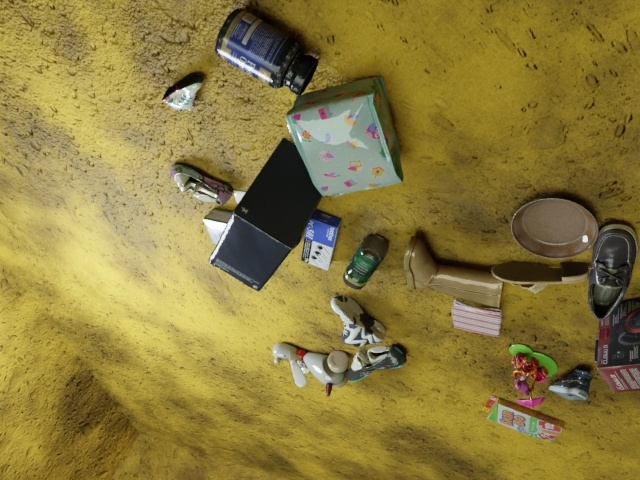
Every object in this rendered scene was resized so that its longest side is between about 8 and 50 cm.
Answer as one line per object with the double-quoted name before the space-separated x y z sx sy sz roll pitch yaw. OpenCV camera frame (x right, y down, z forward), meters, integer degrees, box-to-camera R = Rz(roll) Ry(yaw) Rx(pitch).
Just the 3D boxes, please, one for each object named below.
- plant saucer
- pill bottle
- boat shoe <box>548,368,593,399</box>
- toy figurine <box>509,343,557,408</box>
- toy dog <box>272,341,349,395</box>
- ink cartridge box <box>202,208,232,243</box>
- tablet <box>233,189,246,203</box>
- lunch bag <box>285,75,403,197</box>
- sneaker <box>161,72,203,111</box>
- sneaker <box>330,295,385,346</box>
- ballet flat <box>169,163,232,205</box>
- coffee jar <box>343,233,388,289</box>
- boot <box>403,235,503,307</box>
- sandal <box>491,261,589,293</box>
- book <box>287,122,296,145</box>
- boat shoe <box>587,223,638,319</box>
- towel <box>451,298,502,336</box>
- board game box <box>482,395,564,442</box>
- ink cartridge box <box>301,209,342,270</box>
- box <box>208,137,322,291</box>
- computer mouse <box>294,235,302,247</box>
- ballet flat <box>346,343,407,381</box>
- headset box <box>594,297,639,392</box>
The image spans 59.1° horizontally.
"plant saucer" 0.576 -0.036 1.392 0.199 0.036 0.198 16 138 15
"pill bottle" -0.121 -0.430 1.308 0.219 0.123 0.123 30 140 -1
"boat shoe" 0.786 0.448 1.765 0.065 0.083 0.183 29 167 0
"toy figurine" 0.643 0.433 1.748 0.173 0.159 0.130 42 138 -15
"toy dog" -0.041 0.514 2.218 0.334 0.161 0.220 -4 130 33
"ink cartridge box" -0.272 -0.031 1.840 0.209 0.062 0.109 12 137 28
"tablet" -0.231 -0.131 1.772 0.083 0.006 0.054 10 137 21
"lunch bag" 0.069 -0.232 1.355 0.223 0.160 0.262 -10 124 19
"sneaker" -0.358 -0.397 1.539 0.161 0.057 0.075 -15 140 38
"sneaker" 0.096 0.295 1.963 0.235 0.094 0.153 34 132 -22
"ballet flat" -0.386 -0.171 1.762 0.222 0.079 0.077 24 141 6
"coffee jar" 0.133 0.068 1.705 0.079 0.096 0.184 30 139 3
"boot" 0.380 0.088 1.594 0.270 0.089 0.236 12 153 20
"sandal" 0.582 0.111 1.502 0.240 0.088 0.079 -3 125 25
"book" -0.005 -0.278 1.475 0.144 0.035 0.096 2 135 24
"boat shoe" 0.717 0.085 1.394 0.103 0.092 0.285 9 136 21
"towel" 0.475 0.238 1.713 0.144 0.029 0.197 12 156 20
"board game box" 0.719 0.639 2.021 0.259 0.039 0.124 21 139 13
"ink cartridge box" 0.000 0.000 1.748 0.097 0.046 0.207 20 139 8
"box" -0.134 -0.063 1.543 0.183 0.296 0.294 31 146 -5
"computer mouse" -0.119 0.009 1.836 0.071 0.041 0.242 51 145 0
"ballet flat" 0.188 0.437 2.073 0.280 0.095 0.096 -29 105 34
"headset box" 0.831 0.251 1.407 0.293 0.218 0.110 -20 120 40
